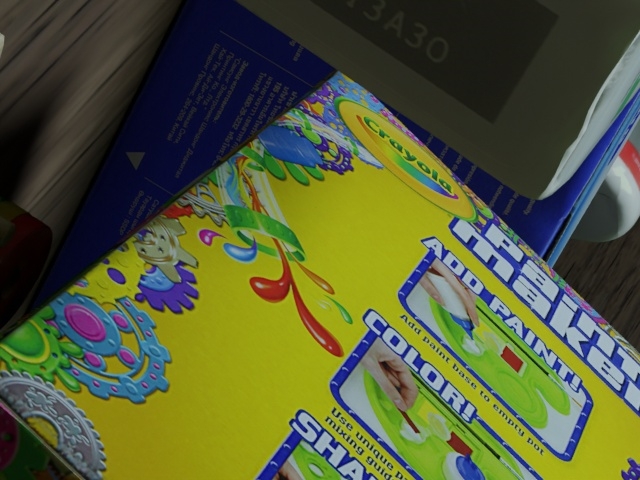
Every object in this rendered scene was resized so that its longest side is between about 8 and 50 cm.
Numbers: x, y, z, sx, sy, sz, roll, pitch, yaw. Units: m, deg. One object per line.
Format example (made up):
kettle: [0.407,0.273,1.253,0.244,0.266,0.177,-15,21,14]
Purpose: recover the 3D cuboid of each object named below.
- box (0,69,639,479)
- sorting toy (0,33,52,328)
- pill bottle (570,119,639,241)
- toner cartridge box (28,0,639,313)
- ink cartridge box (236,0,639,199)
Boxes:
box: [-0.062,0.133,0.570,0.290,0.177,0.279,-46,180,25]
sorting toy: [-0.131,0.027,0.508,0.274,0.046,0.132,-44,163,-55]
pill bottle: [0.235,-0.153,1.499,0.283,0.161,0.161,-55,170,-22]
toner cartridge box: [0.000,0.000,0.744,0.348,0.165,0.075,-61,172,16]
ink cartridge box: [0.019,-0.119,0.407,0.224,0.181,0.056,-47,169,-51]
